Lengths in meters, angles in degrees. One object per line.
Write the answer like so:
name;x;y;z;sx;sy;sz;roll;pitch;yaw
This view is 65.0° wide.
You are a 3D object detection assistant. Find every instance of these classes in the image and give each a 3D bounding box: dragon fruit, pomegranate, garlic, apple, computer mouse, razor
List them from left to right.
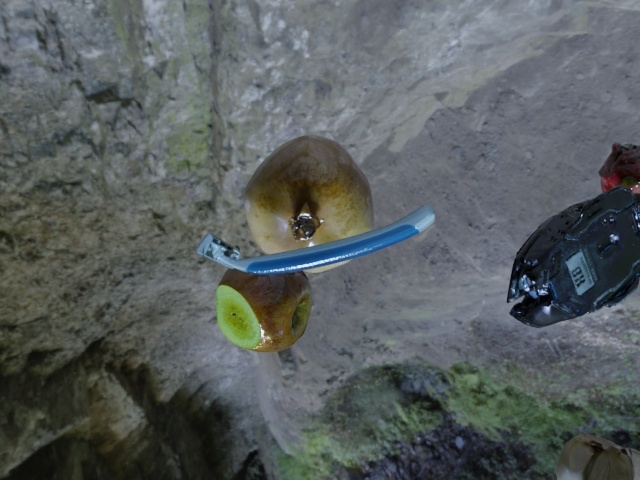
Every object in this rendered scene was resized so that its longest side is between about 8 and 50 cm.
apple;-0.096;0.103;0.799;0.147;0.163;0.146;12;105;19
pomegranate;-0.026;-0.075;1.103;0.319;0.320;0.318;49;146;49
razor;0.000;0.004;0.418;0.068;0.191;0.037;47;-146;-74
computer mouse;0.320;0.020;0.626;0.146;0.242;0.078;64;165;-15
garlic;0.689;0.586;1.198;0.203;0.185;0.281;-70;16;-12
dragon fruit;0.929;-0.169;1.420;0.198;0.270;0.200;-62;-21;-58
